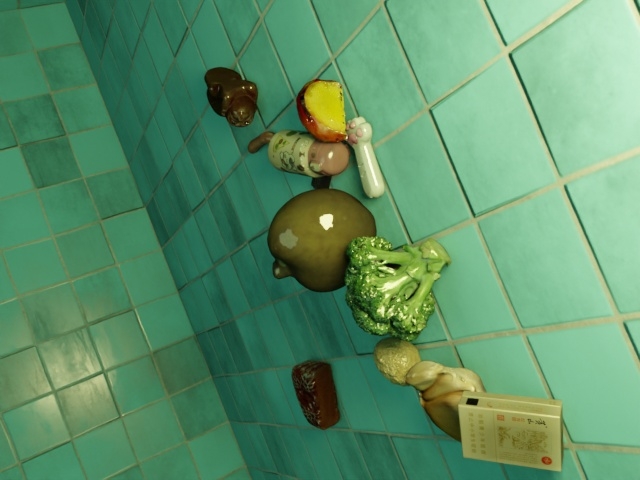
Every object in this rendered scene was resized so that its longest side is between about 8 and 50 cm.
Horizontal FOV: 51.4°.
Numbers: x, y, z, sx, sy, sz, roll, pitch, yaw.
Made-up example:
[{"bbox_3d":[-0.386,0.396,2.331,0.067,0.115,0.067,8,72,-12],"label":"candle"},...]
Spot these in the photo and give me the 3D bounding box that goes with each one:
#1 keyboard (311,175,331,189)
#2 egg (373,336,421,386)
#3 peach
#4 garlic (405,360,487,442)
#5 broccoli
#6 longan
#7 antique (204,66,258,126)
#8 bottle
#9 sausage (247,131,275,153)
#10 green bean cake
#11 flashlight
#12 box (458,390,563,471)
[{"bbox_3d":[0.008,-0.203,1.819,0.074,0.015,0.196,52,149,30],"label":"keyboard"},{"bbox_3d":[0.198,0.310,1.708,0.140,0.118,0.116,39,136,26],"label":"egg"},{"bbox_3d":[0.011,-0.308,1.620,0.172,0.127,0.092,62,157,10],"label":"peach"},{"bbox_3d":[0.324,0.370,1.534,0.217,0.110,0.228,61,155,-6],"label":"garlic"},{"bbox_3d":[0.171,0.092,1.516,0.270,0.270,0.269,-42,68,30],"label":"broccoli"},{"bbox_3d":[0.000,0.000,1.696,0.243,0.301,0.300,-106,15,-50],"label":"longan"},{"bbox_3d":[-0.280,-0.437,2.077,0.257,0.121,0.143,40,143,46],"label":"antique"},{"bbox_3d":[-0.026,-0.223,1.724,0.253,0.121,0.120,18,124,53],"label":"bottle"},{"bbox_3d":[-0.185,-0.308,2.077,0.186,0.043,0.043,-12,97,63],"label":"sausage"},{"bbox_3d":[-0.011,0.528,2.265,0.199,0.097,0.232,-3,105,62],"label":"green bean cake"},{"bbox_3d":[0.106,-0.198,1.605,0.093,0.048,0.200,-3,105,63],"label":"flashlight"},{"bbox_3d":[0.390,0.388,1.361,0.201,0.058,0.140,0,112,26],"label":"box"}]
